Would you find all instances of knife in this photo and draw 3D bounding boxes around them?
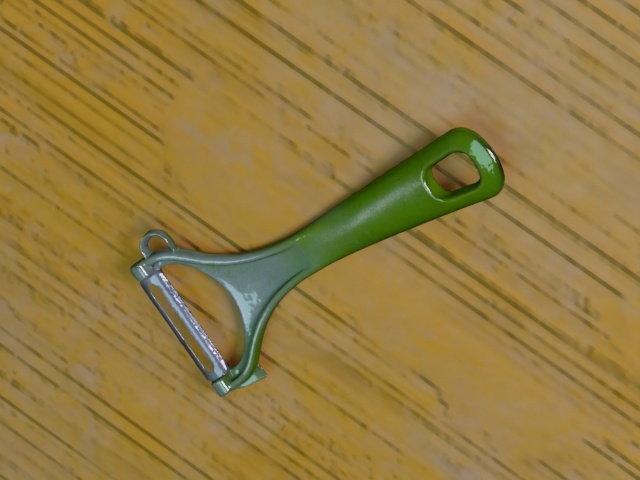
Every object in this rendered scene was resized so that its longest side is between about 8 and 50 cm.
[{"bbox_3d":[0.001,-0.001,0.607,0.166,0.022,0.078,-30,104,27],"label":"knife"}]
